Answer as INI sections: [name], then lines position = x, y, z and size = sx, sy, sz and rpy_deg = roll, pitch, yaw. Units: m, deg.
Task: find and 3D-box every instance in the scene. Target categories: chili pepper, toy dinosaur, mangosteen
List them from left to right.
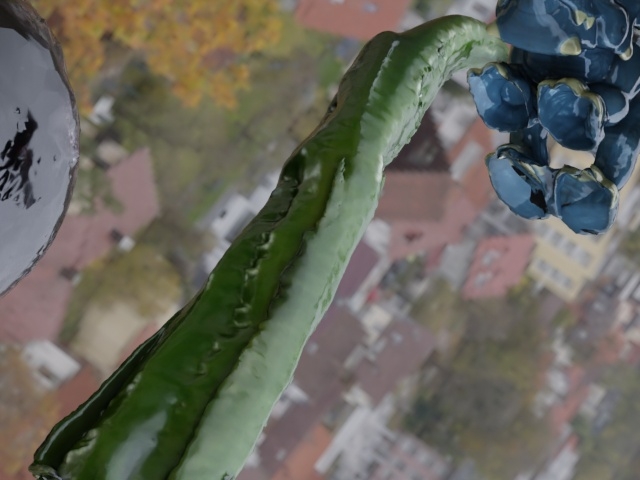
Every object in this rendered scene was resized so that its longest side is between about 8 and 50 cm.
[mangosteen]
position = -0.229, -0.053, 0.922
size = 0.211, 0.211, 0.250
rpy_deg = -54, -176, -3
[chili pepper]
position = 0.000, 0.000, 0.817
size = 0.359, 0.085, 0.076
rpy_deg = -51, 161, -30
[toy dinosaur]
position = 0.055, -0.035, 0.354
size = 0.047, 0.030, 0.083
rpy_deg = -56, 148, -27
